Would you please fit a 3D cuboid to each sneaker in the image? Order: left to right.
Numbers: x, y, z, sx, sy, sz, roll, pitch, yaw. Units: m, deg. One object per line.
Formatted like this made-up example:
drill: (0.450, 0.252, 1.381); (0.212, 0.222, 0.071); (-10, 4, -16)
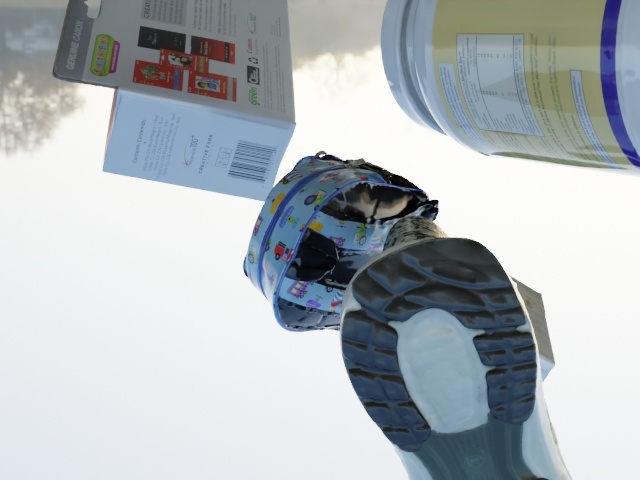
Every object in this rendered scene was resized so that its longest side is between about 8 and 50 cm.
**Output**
sneaker: (0.127, 0.154, 0.729); (0.158, 0.410, 0.182); (-11, -157, 9)

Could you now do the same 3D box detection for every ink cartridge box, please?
ink cartridge box: (-0.180, -0.219, 1.118); (0.271, 0.130, 0.309); (10, -136, -15)
ink cartridge box: (0.272, 0.109, 1.418); (0.181, 0.056, 0.225); (31, -157, -7)

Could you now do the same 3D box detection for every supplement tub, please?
supplement tub: (0.240, -0.188, 0.849); (0.241, 0.241, 0.331); (-11, -163, -36)

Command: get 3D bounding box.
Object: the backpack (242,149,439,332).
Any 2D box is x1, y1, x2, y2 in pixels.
backpack: (0.000, 0.000, 0.783); (0.117, 0.158, 0.173); (33, -165, 29)
